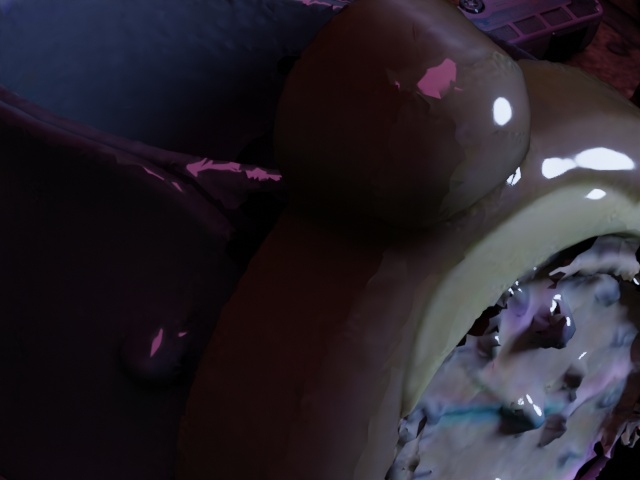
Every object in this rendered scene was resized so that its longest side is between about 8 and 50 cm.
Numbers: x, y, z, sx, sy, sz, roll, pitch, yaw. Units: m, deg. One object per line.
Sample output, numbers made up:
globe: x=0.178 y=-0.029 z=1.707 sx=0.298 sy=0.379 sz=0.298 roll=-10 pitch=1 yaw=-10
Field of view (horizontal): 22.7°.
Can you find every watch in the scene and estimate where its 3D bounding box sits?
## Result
watch: x=0.000 y=0.000 z=0.694 sx=0.335 sy=0.314 sz=0.327 roll=-10 pitch=32 yaw=-37

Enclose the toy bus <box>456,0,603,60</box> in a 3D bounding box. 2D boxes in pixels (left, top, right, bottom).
toy bus: x=0.123 y=-0.134 z=1.017 sx=0.131 sy=0.037 sz=0.052 roll=-20 pitch=55 yaw=-33
